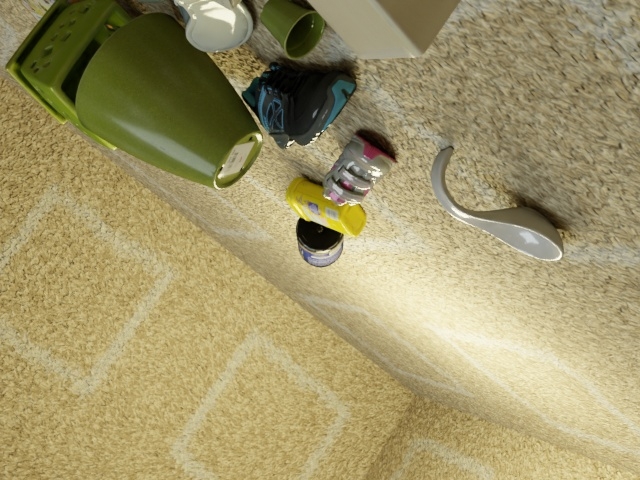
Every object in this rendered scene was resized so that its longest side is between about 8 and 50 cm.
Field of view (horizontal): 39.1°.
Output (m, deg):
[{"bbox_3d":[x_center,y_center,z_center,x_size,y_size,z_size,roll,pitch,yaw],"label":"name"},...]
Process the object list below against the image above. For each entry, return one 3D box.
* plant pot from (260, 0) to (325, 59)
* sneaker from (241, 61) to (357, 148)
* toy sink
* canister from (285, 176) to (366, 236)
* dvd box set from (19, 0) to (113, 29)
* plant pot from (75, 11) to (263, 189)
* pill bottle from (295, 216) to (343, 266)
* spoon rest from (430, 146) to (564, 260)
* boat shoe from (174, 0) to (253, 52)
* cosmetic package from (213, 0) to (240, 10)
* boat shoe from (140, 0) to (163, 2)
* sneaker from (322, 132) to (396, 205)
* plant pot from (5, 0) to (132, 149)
[{"bbox_3d":[-0.049,-0.334,1.386,0.079,0.083,0.083,41,171,26],"label":"plant pot"},{"bbox_3d":[-0.051,-0.246,1.588,0.139,0.125,0.341,43,163,-14],"label":"sneaker"},{"bbox_3d":[0.044,-0.332,0.977,0.234,0.153,0.131,41,166,-31],"label":"toy sink"},{"bbox_3d":[0.015,-0.078,2.144,0.170,0.073,0.126,23,163,36],"label":"canister"},{"bbox_3d":[-0.599,-0.554,1.961,0.307,0.062,0.420,25,165,35],"label":"dvd box set"},{"bbox_3d":[-0.262,-0.235,1.713,0.293,0.275,0.275,40,169,16],"label":"plant pot"},{"bbox_3d":[0.000,0.000,2.351,0.122,0.123,0.219,32,166,10],"label":"pill bottle"},{"bbox_3d":[0.298,-0.044,1.546,0.276,0.084,0.137,37,167,-7],"label":"spoon rest"},{"bbox_3d":[-0.188,-0.408,1.471,0.319,0.116,0.099,57,-162,-75],"label":"boat shoe"},{"bbox_3d":[-0.201,-0.445,1.158,0.309,0.160,0.113,30,165,14],"label":"cosmetic package"},{"bbox_3d":[-0.292,-0.466,1.519,0.081,0.069,0.228,2,174,-10],"label":"boat shoe"},{"bbox_3d":[0.068,-0.124,1.757,0.103,0.111,0.252,34,167,1],"label":"sneaker"},{"bbox_3d":[-0.488,-0.354,1.853,0.207,0.227,0.228,21,162,33],"label":"plant pot"}]
